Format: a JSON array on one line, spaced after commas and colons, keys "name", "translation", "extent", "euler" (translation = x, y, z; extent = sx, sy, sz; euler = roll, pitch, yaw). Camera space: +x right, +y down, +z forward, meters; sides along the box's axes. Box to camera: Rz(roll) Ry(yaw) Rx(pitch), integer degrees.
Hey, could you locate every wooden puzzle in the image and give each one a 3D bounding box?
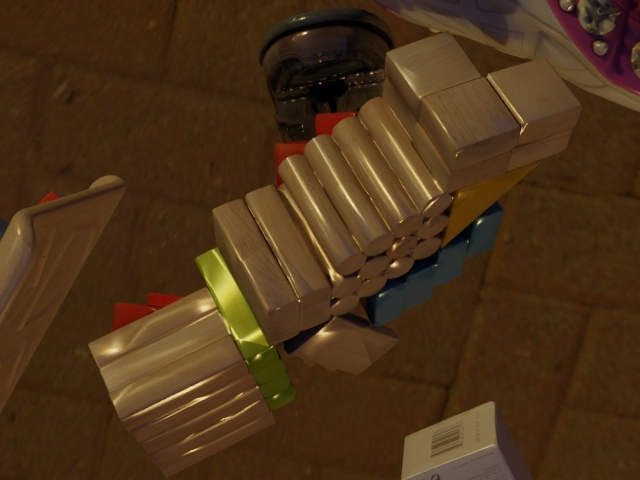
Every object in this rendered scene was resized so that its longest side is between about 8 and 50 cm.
[{"name": "wooden puzzle", "translation": [-0.314, 0.085, 1.217], "extent": [0.080, 0.348, 0.322], "euler": [31, 100, -2]}]

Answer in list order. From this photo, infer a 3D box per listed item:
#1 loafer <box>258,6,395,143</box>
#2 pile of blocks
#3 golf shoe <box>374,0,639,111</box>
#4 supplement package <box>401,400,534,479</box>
[{"name": "loafer", "translation": [0.010, -0.094, 0.960], "extent": [0.096, 0.267, 0.084], "euler": [-8, 82, -1]}, {"name": "pile of blocks", "translation": [0.000, 0.000, 0.840], "extent": [0.362, 0.112, 0.149], "euler": [-39, 148, 15]}, {"name": "golf shoe", "translation": [0.116, -0.166, 0.817], "extent": [0.306, 0.140, 0.115], "euler": [31, 71, -14]}, {"name": "supplement package", "translation": [0.166, 0.273, 1.328], "extent": [0.105, 0.105, 0.179], "euler": [-24, 104, 12]}]
